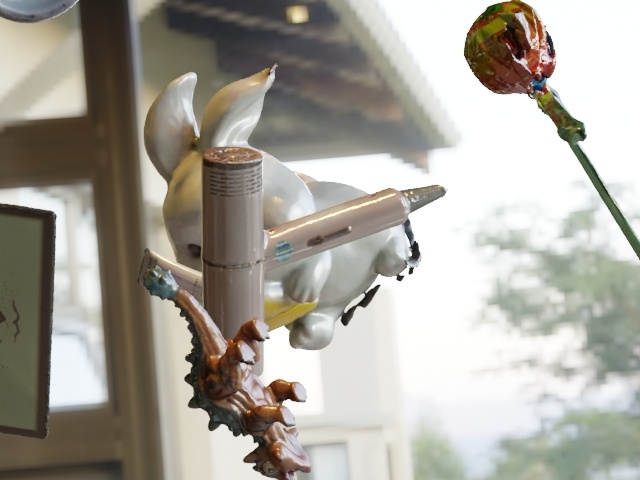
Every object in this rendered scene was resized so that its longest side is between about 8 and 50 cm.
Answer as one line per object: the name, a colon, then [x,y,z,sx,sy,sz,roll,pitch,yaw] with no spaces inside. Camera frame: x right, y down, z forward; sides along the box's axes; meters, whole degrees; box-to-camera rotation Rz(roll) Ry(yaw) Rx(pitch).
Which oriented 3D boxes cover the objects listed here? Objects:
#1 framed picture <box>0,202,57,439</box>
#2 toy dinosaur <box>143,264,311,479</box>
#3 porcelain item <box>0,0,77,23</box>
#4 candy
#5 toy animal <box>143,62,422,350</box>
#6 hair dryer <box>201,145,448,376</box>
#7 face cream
framed picture: [-0.415,0.061,1.858,0.323,0.244,0.013,8,23,7]
toy dinosaur: [-0.050,0.076,1.085,0.055,0.154,0.049,-29,13,27]
porcelain item: [-0.323,-0.311,2.076,0.147,0.147,0.114,-2,13,-20]
candy: [0.162,-0.069,1.274,0.060,0.201,0.060,-34,7,5]
toy animal: [-0.054,-0.022,2.032,0.183,0.247,0.310,-19,-34,39]
hair dryer: [0.003,0.011,1.637,0.220,0.195,0.053,-7,20,-25]
face cream: [-0.124,0.042,1.865,0.115,0.038,0.020,20,18,18]
